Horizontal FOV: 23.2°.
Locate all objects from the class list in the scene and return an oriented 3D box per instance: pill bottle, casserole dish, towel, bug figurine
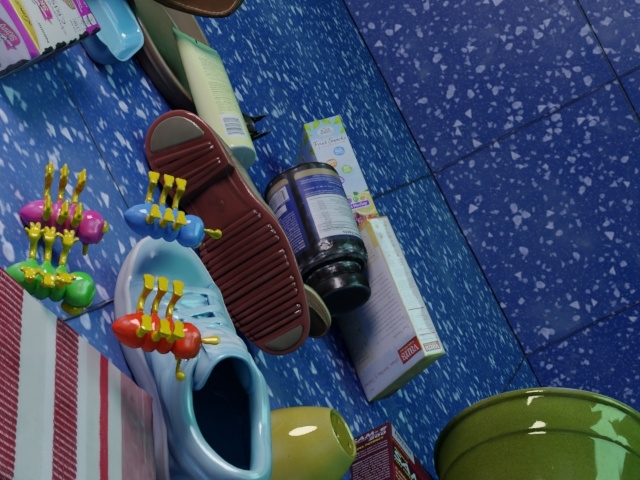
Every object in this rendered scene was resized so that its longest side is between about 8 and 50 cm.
[{"bbox_3d":[0.000,0.000,2.371,0.123,0.123,0.219,38,29,-59],"label":"pill bottle"},{"bbox_3d":[-0.288,-0.289,2.064,0.114,0.037,0.188,59,16,-14],"label":"casserole dish"},{"bbox_3d":[-0.254,0.157,1.407,0.329,0.037,0.237,48,23,-40],"label":"towel"},{"bbox_3d":[-0.205,0.023,1.576,0.216,0.072,0.279,17,32,-13],"label":"bug figurine"}]

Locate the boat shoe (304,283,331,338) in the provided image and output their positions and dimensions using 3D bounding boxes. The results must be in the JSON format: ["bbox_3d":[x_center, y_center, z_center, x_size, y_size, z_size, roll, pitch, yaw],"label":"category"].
[{"bbox_3d":[-0.050,0.085,2.180,0.178,0.064,0.060,46,26,-31],"label":"boat shoe"}]

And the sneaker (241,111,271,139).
[{"bbox_3d":[-0.136,-0.158,2.247,0.051,0.089,0.170,66,15,10],"label":"sneaker"}]

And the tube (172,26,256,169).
[{"bbox_3d":[-0.149,-0.199,2.196,0.070,0.062,0.240,89,-15,-54],"label":"tube"}]

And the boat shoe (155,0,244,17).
[{"bbox_3d":[-0.239,-0.379,2.115,0.307,0.110,0.104,24,20,-18],"label":"boat shoe"}]

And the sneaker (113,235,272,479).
[{"bbox_3d":[-0.114,0.126,1.629,0.135,0.150,0.366,2,54,-33],"label":"sneaker"}]

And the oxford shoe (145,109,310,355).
[{"bbox_3d":[-0.104,-0.015,2.053,0.348,0.123,0.130,65,9,3],"label":"oxford shoe"}]

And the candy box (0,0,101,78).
[{"bbox_3d":[-0.347,-0.280,1.781,0.159,0.071,0.233,61,15,-9],"label":"candy box"}]

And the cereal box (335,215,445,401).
[{"bbox_3d":[0.089,0.107,2.412,0.047,0.173,0.240,-7,66,-36],"label":"cereal box"}]

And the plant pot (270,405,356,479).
[{"bbox_3d":[-0.013,0.257,1.928,0.134,0.095,0.134,55,17,-26],"label":"plant pot"}]

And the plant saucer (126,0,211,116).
[{"bbox_3d":[-0.224,-0.293,2.285,0.278,0.041,0.278,55,16,-24],"label":"plant saucer"}]

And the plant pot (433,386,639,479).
[{"bbox_3d":[0.354,0.475,2.386,0.366,0.366,0.353,52,29,-36],"label":"plant pot"}]

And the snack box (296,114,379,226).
[{"bbox_3d":[0.026,-0.071,2.553,0.174,0.070,0.207,102,-29,-63],"label":"snack box"}]

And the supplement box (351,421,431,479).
[{"bbox_3d":[0.104,0.377,2.161,0.130,0.073,0.239,55,16,-26],"label":"supplement box"}]
